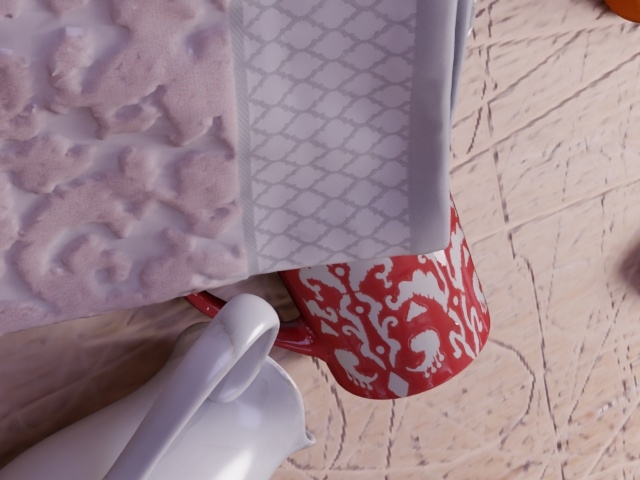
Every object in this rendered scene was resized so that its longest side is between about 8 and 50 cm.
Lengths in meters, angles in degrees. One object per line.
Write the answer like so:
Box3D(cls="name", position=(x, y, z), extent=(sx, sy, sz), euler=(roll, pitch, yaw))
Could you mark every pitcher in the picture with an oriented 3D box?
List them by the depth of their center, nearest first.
Box3D(cls="pitcher", position=(-0.090, 0.123, 0.776), extent=(0.207, 0.125, 0.178), euler=(-48, 165, -21))

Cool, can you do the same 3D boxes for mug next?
Box3D(cls="mug", position=(0.003, -0.006, 0.871), extent=(0.113, 0.150, 0.169), euler=(-78, 149, -54))

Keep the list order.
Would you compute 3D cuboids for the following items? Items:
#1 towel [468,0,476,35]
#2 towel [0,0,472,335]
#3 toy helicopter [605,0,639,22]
Box3D(cls="towel", position=(-0.021, -0.205, 0.763), extent=(0.187, 0.049, 0.282), euler=(-1, 85, -16))
Box3D(cls="towel", position=(-0.092, -0.085, 0.644), extent=(0.316, 0.053, 0.332), euler=(-10, 138, -10))
Box3D(cls="toy helicopter", position=(0.275, -0.298, 0.976), extent=(0.235, 0.140, 0.355), euler=(-18, 107, -34))
